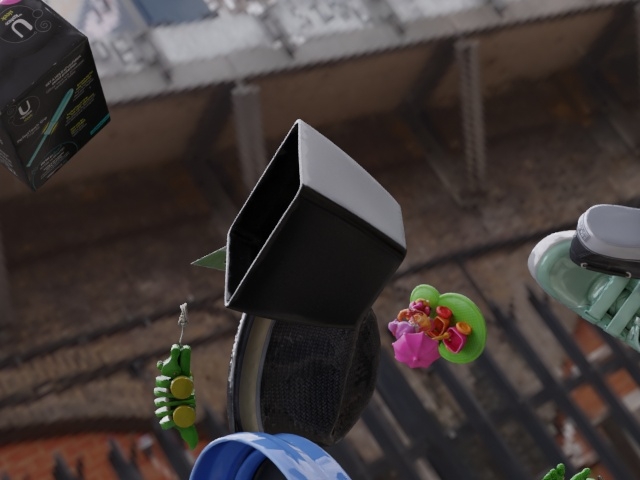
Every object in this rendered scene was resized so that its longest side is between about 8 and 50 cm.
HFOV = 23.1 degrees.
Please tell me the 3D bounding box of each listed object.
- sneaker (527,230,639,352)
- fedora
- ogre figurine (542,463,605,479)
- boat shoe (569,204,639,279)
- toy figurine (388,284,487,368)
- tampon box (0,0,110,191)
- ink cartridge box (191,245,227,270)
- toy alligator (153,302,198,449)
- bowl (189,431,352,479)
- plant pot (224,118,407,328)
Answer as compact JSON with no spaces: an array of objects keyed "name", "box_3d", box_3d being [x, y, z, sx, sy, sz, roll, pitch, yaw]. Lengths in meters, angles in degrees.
[{"name":"sneaker","box_3d":[0.356,0.080,1.738,0.255,0.151,0.094,27,-74,-16]},{"name":"fedora","box_3d":[-0.009,0.183,2.284,0.334,0.152,0.334,7,-90,-67]},{"name":"ogre figurine","box_3d":[0.318,0.329,1.844,0.097,0.118,0.197,-47,-27,0]},{"name":"boat shoe","box_3d":[0.379,0.020,1.704,0.228,0.080,0.076,7,-38,-13]},{"name":"toy figurine","box_3d":[0.180,0.159,2.744,0.159,0.173,0.130,-18,-38,-49]},{"name":"tampon box","box_3d":[-0.298,-0.153,1.587,0.120,0.101,0.161,-45,-20,-18]},{"name":"ink cartridge box","box_3d":[-0.056,-0.017,2.314,0.235,0.056,0.171,-22,-21,31]},{"name":"toy alligator","box_3d":[-0.186,0.174,1.977,0.051,0.190,0.056,-5,10,-4]},{"name":"bowl","box_3d":[-0.028,0.393,1.686,0.077,0.391,0.391,-11,-30,-29]},{"name":"plant pot","box_3d":[0.000,0.000,1.902,0.167,0.187,0.188,27,-65,-16]}]
